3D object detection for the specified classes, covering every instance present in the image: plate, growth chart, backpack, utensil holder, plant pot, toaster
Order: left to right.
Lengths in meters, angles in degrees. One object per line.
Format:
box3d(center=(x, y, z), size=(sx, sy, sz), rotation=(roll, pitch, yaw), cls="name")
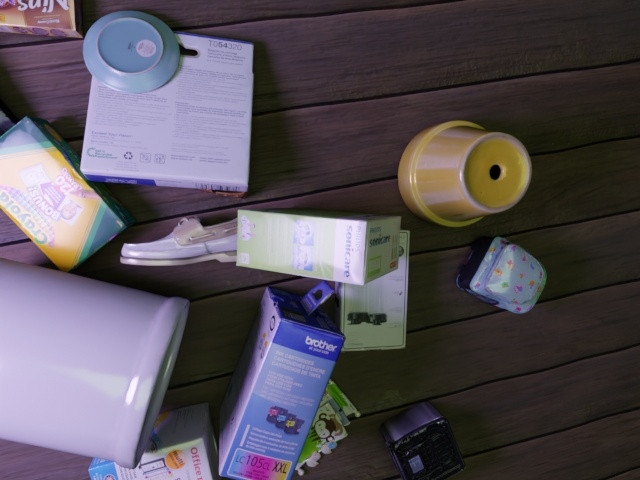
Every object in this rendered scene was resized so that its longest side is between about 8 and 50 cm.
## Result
box3d(center=(-0.490, 0.225, 0.851), size=(0.384, 0.327, 0.328), rotation=(16, 94, -10), cls="utensil holder")
box3d(center=(-0.383, -0.389, 0.897), size=(0.187, 0.024, 0.188), rotation=(2, 77, -10), cls="plate")
box3d(center=(-0.012, 0.476, 1.132), size=(0.237, 0.021, 0.172), rotation=(-44, 102, -1), cls="growth chart")
box3d(center=(0.257, 0.529, 1.145), size=(0.167, 0.110, 0.186), rotation=(-25, 102, -7), cls="toaster")
box3d(center=(0.336, -0.151, 1.008), size=(0.253, 0.239, 0.254), rotation=(-2, 98, -12), cls="plant pot")
box3d(center=(0.471, 0.091, 1.116), size=(0.188, 0.144, 0.166), rotation=(29, 86, -16), cls="backpack")

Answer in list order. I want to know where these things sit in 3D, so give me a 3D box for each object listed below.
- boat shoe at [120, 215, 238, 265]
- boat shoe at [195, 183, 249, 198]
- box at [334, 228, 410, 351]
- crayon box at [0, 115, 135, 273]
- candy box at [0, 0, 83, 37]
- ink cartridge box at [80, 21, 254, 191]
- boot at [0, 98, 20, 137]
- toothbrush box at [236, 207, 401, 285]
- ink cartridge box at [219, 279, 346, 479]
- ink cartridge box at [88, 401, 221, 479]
box3d(center=(-0.281, -0.003, 0.979), size=(0.301, 0.113, 0.104), rotation=(-5, 97, -21), cls="boat shoe")
box3d(center=(-0.244, -0.136, 0.987), size=(0.177, 0.060, 0.064), rotation=(15, 94, -12), cls="boat shoe")
box3d(center=(0.120, 0.115, 1.077), size=(0.168, 0.087, 0.290), rotation=(-2, 97, -11), cls="box")
box3d(center=(-0.549, -0.091, 0.918), size=(0.165, 0.081, 0.279), rotation=(-38, 103, 1), cls="crayon box")
box3d(center=(-0.582, -0.474, 0.883), size=(0.186, 0.053, 0.109), rotation=(0, 97, -10), cls="candy box")
box3d(center=(-0.308, -0.276, 0.938), size=(0.323, 0.071, 0.331), rotation=(3, 77, -11), cls="ink cartridge box")
box3d(center=(-0.749, -0.254, 0.856), size=(0.207, 0.094, 0.247), rotation=(-37, 109, -8), cls="boot")
box3d(center=(0.000, 0.000, 0.915), size=(0.282, 0.206, 0.122), rotation=(5, 97, 26), cls="toothbrush box")
box3d(center=(-0.086, 0.270, 0.963), size=(0.151, 0.270, 0.396), rotation=(19, 94, -14), cls="ink cartridge box")
box3d(center=(-0.354, 0.502, 0.993), size=(0.232, 0.168, 0.172), rotation=(-12, 99, -10), cls="ink cartridge box")
